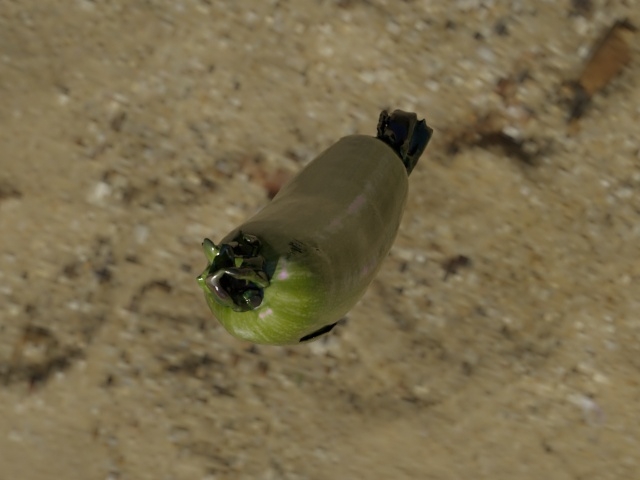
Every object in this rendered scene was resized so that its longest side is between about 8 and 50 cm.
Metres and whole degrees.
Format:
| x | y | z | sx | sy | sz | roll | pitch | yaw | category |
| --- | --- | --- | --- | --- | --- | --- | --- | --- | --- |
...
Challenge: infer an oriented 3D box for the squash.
| x | y | z | sx | sy | sz | roll | pitch | yaw | category |
| --- | --- | --- | --- | --- | --- | --- | --- | --- | --- |
| -0.001 | 0.002 | 1.019 | 0.071 | 0.318 | 0.080 | 43 | 113 | 1 | squash |
